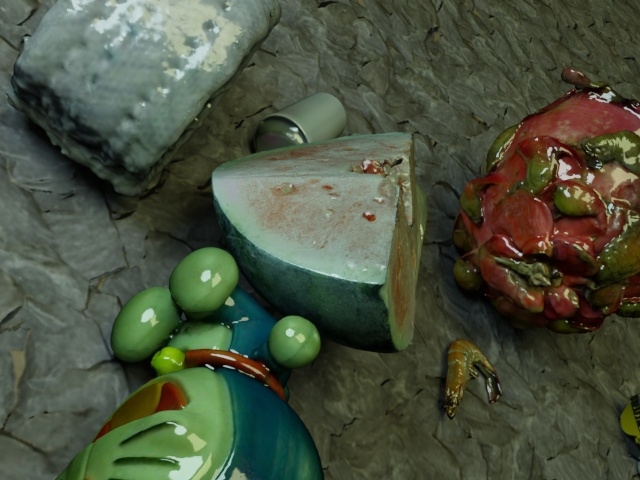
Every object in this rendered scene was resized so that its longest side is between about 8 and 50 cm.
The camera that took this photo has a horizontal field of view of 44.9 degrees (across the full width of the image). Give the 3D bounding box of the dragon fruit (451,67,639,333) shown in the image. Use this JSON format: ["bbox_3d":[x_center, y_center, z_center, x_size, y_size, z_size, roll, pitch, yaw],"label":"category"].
[{"bbox_3d":[0.290,-0.015,0.993,0.263,0.296,0.314,-39,95,-12],"label":"dragon fruit"}]

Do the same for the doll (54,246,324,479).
[{"bbox_3d":[-0.088,0.163,0.584,0.186,0.198,0.322,40,37,-25],"label":"doll"}]

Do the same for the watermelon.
[{"bbox_3d":[0.001,0.006,0.756,0.322,0.188,0.175,-50,139,-67],"label":"watermelon"}]

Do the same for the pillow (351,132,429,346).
[{"bbox_3d":[0.064,-0.003,0.916,0.148,0.050,0.230,28,55,-20],"label":"pillow"}]

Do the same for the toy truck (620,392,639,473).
[{"bbox_3d":[0.530,0.293,1.087,0.227,0.098,0.114,27,44,-23],"label":"toy truck"}]

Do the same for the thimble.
[{"bbox_3d":[-0.162,-0.177,0.730,0.157,0.217,0.245,37,62,-10],"label":"thimble"}]

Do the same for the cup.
[{"bbox_3d":[-0.016,-0.115,0.918,0.116,0.074,0.104,-43,118,-51],"label":"cup"}]

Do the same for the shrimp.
[{"bbox_3d":[0.178,0.174,0.920,0.091,0.025,0.127,45,41,-10],"label":"shrimp"}]
